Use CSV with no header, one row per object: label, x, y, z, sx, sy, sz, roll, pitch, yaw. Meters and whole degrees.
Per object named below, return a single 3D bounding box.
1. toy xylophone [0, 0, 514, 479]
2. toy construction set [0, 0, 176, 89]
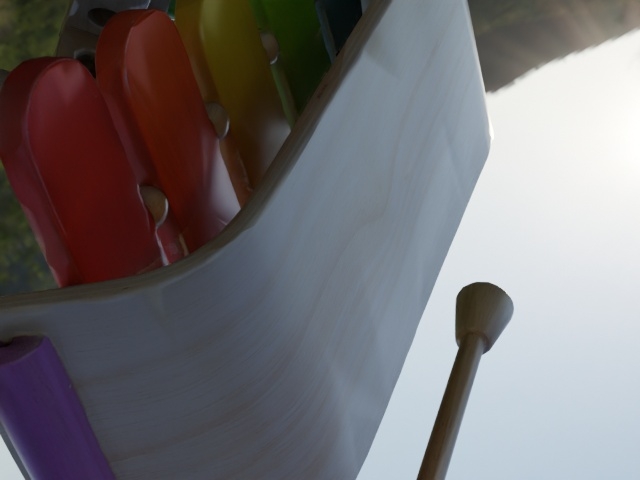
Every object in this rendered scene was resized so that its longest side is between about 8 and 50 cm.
toy xylophone,0.000,0.000,0.474,0.081,0.236,0.323,1,-150,24
toy construction set,-0.143,-0.174,0.693,0.257,0.309,0.237,-8,-120,46
